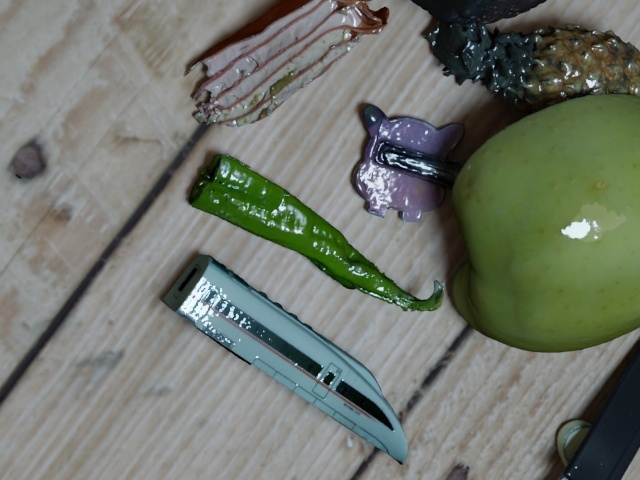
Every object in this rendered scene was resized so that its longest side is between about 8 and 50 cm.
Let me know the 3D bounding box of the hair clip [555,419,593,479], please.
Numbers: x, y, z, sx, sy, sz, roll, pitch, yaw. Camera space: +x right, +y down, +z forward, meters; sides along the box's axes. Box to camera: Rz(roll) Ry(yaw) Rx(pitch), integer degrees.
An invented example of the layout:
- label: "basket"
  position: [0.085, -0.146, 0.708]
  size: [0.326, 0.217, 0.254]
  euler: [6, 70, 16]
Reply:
- label: "hair clip"
  position: [0.398, 0.362, 1.461]
  size: [0.218, 0.071, 0.159]
  euler: [-41, 112, -12]

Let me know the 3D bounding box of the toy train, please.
- label: "toy train"
  position: [-0.018, 0.164, 1.281]
  size: [0.407, 0.086, 0.088]
  euler: [38, 82, -22]

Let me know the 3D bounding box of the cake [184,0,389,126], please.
- label: "cake"
  position: [-0.040, -0.238, 1.195]
  size: [0.287, 0.135, 0.098]
  euler: [-30, 115, 10]

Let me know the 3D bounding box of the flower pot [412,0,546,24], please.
- label: "flower pot"
  position: [0.260, -0.400, 1.171]
  size: [0.267, 0.267, 0.266]
  euler: [-8, 104, -26]

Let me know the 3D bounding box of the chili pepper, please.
- label: "chili pepper"
  position: [0.000, 0.000, 1.257]
  size: [0.359, 0.076, 0.085]
  euler: [28, 110, -17]

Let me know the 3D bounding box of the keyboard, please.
- label: "keyboard"
  position: [0.470, 0.255, 1.448]
  size: [0.101, 0.018, 0.309]
  euler: [46, 68, -20]

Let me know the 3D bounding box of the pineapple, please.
- label: "pineapple"
  position: [0.275, -0.230, 1.262]
  size: [0.279, 0.158, 0.157]
  euler: [15, 96, -17]

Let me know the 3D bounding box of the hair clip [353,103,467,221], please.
- label: "hair clip"
  position: [0.129, -0.096, 1.297]
  size: [0.187, 0.056, 0.146]
  euler: [11, 99, -11]

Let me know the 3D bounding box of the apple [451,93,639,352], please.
- label: "apple"
  position: [0.354, -0.017, 1.280]
  size: [0.361, 0.320, 0.311]
  euler: [-15, 85, -7]
